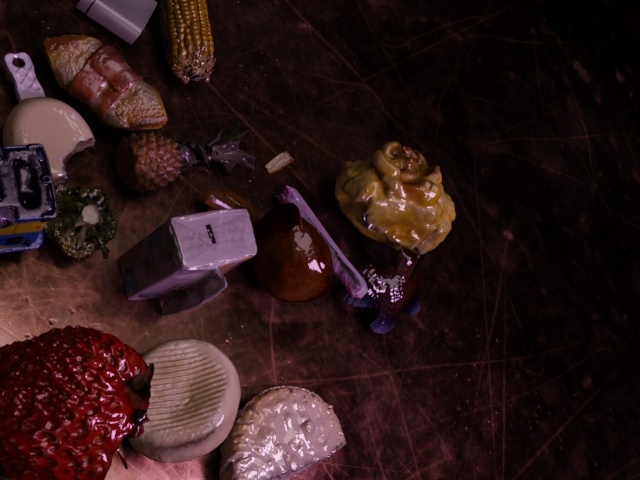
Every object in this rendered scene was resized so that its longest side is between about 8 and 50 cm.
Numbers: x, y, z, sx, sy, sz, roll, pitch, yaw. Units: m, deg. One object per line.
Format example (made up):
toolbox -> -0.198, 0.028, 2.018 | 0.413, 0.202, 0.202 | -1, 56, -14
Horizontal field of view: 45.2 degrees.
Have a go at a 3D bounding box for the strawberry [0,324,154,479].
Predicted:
strawberry -> -0.399, 0.244, 1.157 | 0.258, 0.261, 0.261 | 41, 53, -23

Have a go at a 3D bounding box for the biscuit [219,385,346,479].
biscuit -> -0.081, 0.371, 1.450 | 0.281, 0.084, 0.179 | -19, 85, -40

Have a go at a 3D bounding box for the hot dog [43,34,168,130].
hot dog -> -0.407, -0.295, 1.457 | 0.261, 0.093, 0.123 | 45, 83, -10

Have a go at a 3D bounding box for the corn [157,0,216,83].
corn -> -0.289, -0.477, 1.619 | 0.115, 0.115, 0.317 | 2, 70, -37

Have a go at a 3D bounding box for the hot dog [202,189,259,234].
hot dog -> -0.182, -0.059, 1.563 | 0.140, 0.060, 0.089 | 39, 50, -16

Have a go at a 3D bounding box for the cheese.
cheese -> -0.513, -0.210, 1.363 | 0.248, 0.071, 0.163 | 52, 50, -9

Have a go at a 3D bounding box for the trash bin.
trash bin -> -0.412, -0.479, 1.557 | 0.130, 0.059, 0.116 | 33, 56, -24

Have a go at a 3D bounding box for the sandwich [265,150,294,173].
sandwich -> -0.083, -0.178, 1.697 | 0.031, 0.044, 0.083 | 53, 48, -2

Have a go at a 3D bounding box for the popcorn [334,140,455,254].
popcorn -> 0.168, -0.089, 1.718 | 0.287, 0.252, 0.215 | 22, 57, -18

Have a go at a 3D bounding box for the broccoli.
broccoli -> -0.417, -0.035, 1.334 | 0.130, 0.120, 0.131 | 19, 71, -28

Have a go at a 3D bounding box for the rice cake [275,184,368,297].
rice cake -> 0.001, 0.002, 1.626 | 0.051, 0.081, 0.290 | -36, 79, -6

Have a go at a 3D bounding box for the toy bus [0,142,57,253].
toy bus -> -0.567, -0.056, 1.173 | 0.288, 0.175, 0.138 | -8, 75, -31

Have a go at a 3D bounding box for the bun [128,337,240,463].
bun -> -0.244, 0.284, 1.345 | 0.223, 0.127, 0.222 | 3, 63, -5

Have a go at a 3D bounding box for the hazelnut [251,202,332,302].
hazelnut -> -0.055, 0.025, 1.547 | 0.161, 0.170, 0.201 | -10, 106, -41

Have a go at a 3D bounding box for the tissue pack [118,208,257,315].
tissue pack -> -0.232, 0.049, 1.369 | 0.159, 0.229, 0.145 | -10, 80, -40

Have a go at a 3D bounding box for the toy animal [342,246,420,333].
toy animal -> 0.162, 0.106, 1.683 | 0.219, 0.179, 0.116 | 13, 39, -32

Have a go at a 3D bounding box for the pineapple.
pineapple -> -0.262, -0.163, 1.515 | 0.277, 0.130, 0.119 | -15, 52, -38
